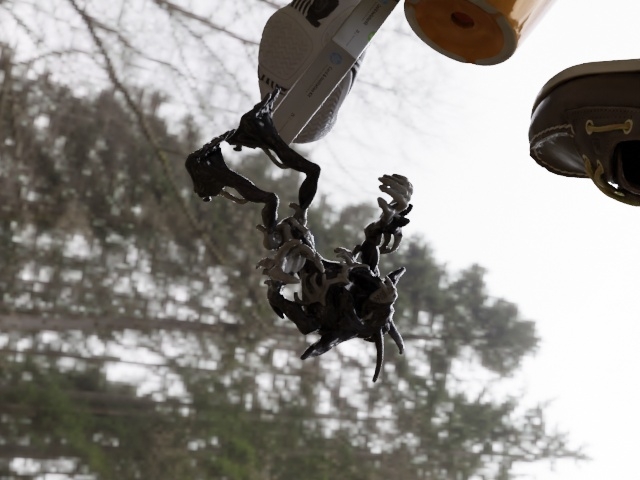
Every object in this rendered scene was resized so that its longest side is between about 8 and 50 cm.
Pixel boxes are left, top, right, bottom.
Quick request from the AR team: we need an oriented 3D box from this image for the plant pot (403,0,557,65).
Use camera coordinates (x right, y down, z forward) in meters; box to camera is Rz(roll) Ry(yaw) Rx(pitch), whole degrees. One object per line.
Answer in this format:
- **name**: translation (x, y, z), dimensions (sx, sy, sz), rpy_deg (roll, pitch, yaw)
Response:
- **plant pot**: translation (0.183, -0.296, 1.328), dimensions (0.205, 0.205, 0.188), rpy_deg (-4, -127, 51)

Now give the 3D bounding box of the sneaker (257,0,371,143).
- **sneaker**: translation (0.045, -0.295, 1.573), dimensions (0.137, 0.210, 0.366), rpy_deg (18, -81, 25)

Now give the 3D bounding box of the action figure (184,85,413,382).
- **action figure**: translation (0.000, 0.000, 1.162), dimensions (0.275, 0.164, 0.141), rpy_deg (50, -32, -1)

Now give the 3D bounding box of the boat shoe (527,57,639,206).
- **boat shoe**: translation (0.263, -0.082, 0.991), dimensions (0.324, 0.116, 0.096), rpy_deg (-7, -120, 63)

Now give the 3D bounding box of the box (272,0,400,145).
- **box**: translation (0.021, -0.202, 1.341), dimensions (0.145, 0.038, 0.186), rpy_deg (-48, -175, 42)
